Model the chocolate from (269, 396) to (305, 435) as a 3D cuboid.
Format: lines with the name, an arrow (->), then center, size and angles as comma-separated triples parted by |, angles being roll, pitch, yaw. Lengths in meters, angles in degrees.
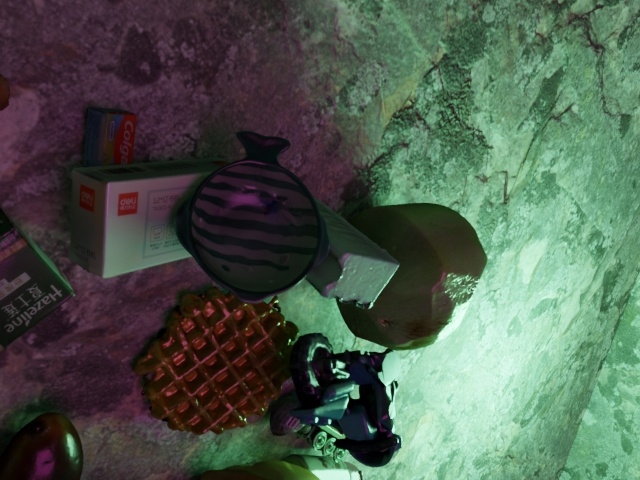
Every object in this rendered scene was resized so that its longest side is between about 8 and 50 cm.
chocolate -> -0.038, 0.359, 1.239 | 0.167, 0.072, 0.072 | -25, 126, -29

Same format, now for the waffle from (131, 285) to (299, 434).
waffle -> -0.167, 0.221, 1.049 | 0.329, 0.062, 0.329 | -12, 113, -32

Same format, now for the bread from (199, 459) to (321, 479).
bread -> -0.107, 0.576, 1.135 | 0.316, 0.211, 0.270 | 20, 103, -12

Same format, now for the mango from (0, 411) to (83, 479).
mango -> -0.441, 0.380, 0.875 | 0.267, 0.111, 0.133 | -59, 156, 9

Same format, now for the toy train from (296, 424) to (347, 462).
toy train -> 0.021, 0.433, 1.335 | 0.176, 0.074, 0.118 | 47, 68, -39

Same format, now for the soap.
soap -> 0.000, 0.000, 0.967 | 0.150, 0.261, 0.094 | 20, 106, -46

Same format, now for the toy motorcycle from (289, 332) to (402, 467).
toy motorcycle -> 0.066, 0.326, 1.151 | 0.416, 0.172, 0.232 | 37, 47, -55

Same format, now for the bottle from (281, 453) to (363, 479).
bottle -> 0.008, 0.564, 1.357 | 0.233, 0.110, 0.110 | 26, 93, -46

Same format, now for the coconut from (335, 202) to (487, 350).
coconut -> 0.159, 0.072, 1.130 | 0.328, 0.281, 0.328 | -25, 161, -9

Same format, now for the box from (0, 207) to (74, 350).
box -> -0.445, 0.073, 0.740 | 0.199, 0.081, 0.135 | -39, 132, -17

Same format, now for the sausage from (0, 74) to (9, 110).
sausage -> -0.478, -0.097, 0.628 | 0.304, 0.078, 0.078 | -42, 132, -17

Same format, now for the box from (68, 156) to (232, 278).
box -> -0.220, -0.041, 0.832 | 0.269, 0.079, 0.135 | -17, 123, -53

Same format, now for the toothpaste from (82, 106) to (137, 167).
toothpaste -> -0.293, -0.087, 0.813 | 0.070, 0.044, 0.193 | -13, 120, -54

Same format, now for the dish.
dish -> -0.099, -0.028, 0.839 | 0.224, 0.078, 0.246 | 9, 76, -19
